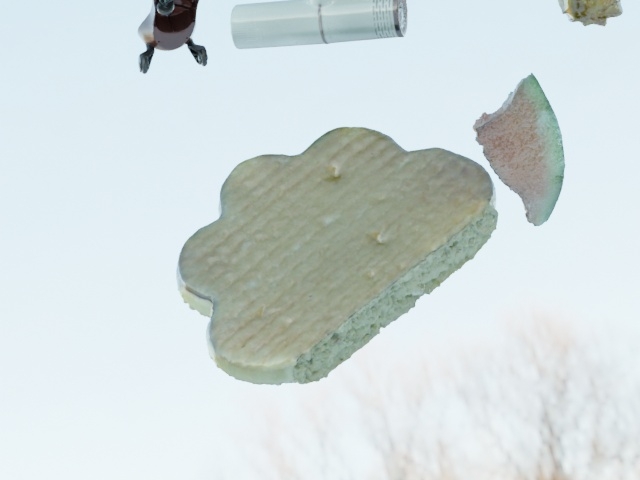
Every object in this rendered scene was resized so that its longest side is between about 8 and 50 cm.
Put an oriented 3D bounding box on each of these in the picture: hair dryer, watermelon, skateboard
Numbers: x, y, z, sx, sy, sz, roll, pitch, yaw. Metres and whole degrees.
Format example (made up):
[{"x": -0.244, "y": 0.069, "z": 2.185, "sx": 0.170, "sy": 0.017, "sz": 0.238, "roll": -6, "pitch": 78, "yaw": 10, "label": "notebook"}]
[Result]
[{"x": -0.011, "y": -0.259, "z": 1.496, "sx": 0.154, "sy": 0.183, "sz": 0.044, "roll": -4, "pitch": 19, "yaw": 14, "label": "hair dryer"}, {"x": 0.202, "y": -0.093, "z": 1.723, "sx": 0.080, "sy": 0.155, "sz": 0.101, "roll": -31, "pitch": 20, "yaw": 3, "label": "watermelon"}, {"x": -0.137, "y": -0.227, "z": 1.591, "sx": 0.067, "sy": 0.080, "sz": 0.151, "roll": -8, "pitch": -31, "yaw": -16, "label": "skateboard"}]

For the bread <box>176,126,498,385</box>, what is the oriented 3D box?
[{"x": 0.000, "y": 0.000, "z": 1.429, "sx": 0.286, "sy": 0.207, "sz": 0.056, "roll": -33, "pitch": -38, "yaw": -22, "label": "bread"}]

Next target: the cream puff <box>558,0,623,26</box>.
[{"x": 0.260, "y": -0.248, "z": 1.700, "sx": 0.083, "sy": 0.058, "sz": 0.083, "roll": 22, "pitch": -49, "yaw": 16, "label": "cream puff"}]
